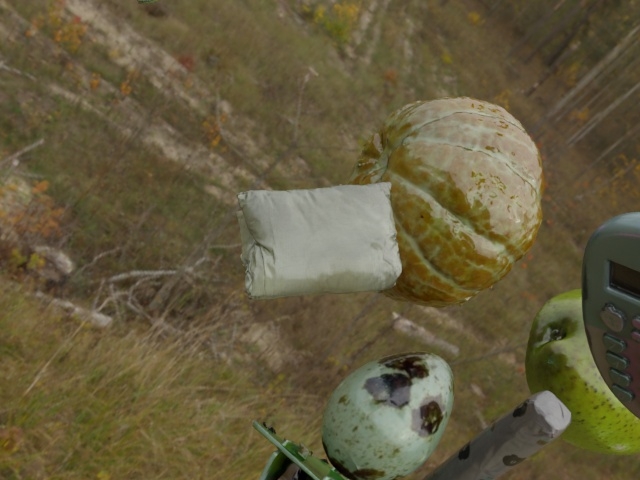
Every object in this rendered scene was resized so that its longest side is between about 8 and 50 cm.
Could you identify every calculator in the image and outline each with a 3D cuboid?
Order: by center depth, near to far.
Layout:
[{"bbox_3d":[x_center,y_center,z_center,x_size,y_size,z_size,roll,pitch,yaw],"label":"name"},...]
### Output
[{"bbox_3d":[0.308,0.070,0.603,0.185,0.041,0.299,27,-36,42],"label":"calculator"}]

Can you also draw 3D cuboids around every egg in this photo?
[{"bbox_3d":[0.105,0.260,1.080,0.169,0.231,0.169,47,-15,17],"label":"egg"}]

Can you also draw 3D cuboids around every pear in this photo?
[{"bbox_3d":[0.552,0.248,1.419,0.318,0.238,0.343,14,78,-35],"label":"pear"}]

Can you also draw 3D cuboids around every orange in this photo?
[{"bbox_3d":[0.173,-0.060,1.078,0.249,0.329,0.329,30,29,-21],"label":"orange"}]

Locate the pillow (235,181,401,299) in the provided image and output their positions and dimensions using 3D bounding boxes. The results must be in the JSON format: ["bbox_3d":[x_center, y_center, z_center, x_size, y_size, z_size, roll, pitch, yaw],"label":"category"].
[{"bbox_3d":[0.000,0.000,0.806,0.181,0.078,0.134,-6,56,-7],"label":"pillow"}]

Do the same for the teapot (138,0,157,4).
[{"bbox_3d":[-0.200,-0.337,0.871,0.091,0.124,0.092,71,23,-44],"label":"teapot"}]

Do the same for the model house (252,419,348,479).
[{"bbox_3d":[-0.049,0.493,1.103,0.242,0.313,0.358,28,-14,34],"label":"model house"}]

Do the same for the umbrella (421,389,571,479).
[{"bbox_3d":[0.237,0.327,1.067,0.073,0.337,0.067,-6,55,-39],"label":"umbrella"}]
